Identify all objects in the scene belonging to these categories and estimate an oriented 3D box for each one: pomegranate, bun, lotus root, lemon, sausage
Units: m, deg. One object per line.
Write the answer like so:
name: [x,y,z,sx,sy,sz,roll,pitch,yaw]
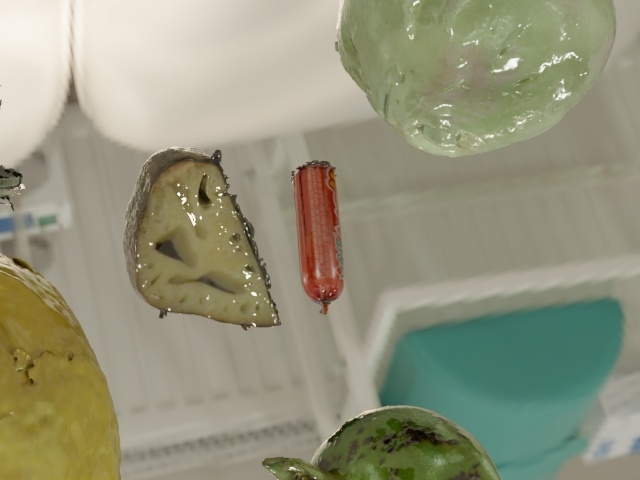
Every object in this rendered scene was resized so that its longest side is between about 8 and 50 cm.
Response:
pomegranate: [0.053,0.253,1.626,0.263,0.211,0.211,15,139,-35]
bun: [0.147,-0.174,1.686,0.283,0.179,0.283,4,150,2]
lotus root: [-0.155,0.012,2.127,0.170,0.074,0.260,-22,116,-18]
lemon: [-0.178,0.097,0.707,0.192,0.192,0.231,6,109,-33]
sausage: [0.000,0.000,1.603,0.048,0.145,0.050,14,148,-33]

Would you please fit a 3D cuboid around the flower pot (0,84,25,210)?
flower pot: [-0.349,-0.166,1.328,0.290,0.259,0.290,9,-175,-1]
